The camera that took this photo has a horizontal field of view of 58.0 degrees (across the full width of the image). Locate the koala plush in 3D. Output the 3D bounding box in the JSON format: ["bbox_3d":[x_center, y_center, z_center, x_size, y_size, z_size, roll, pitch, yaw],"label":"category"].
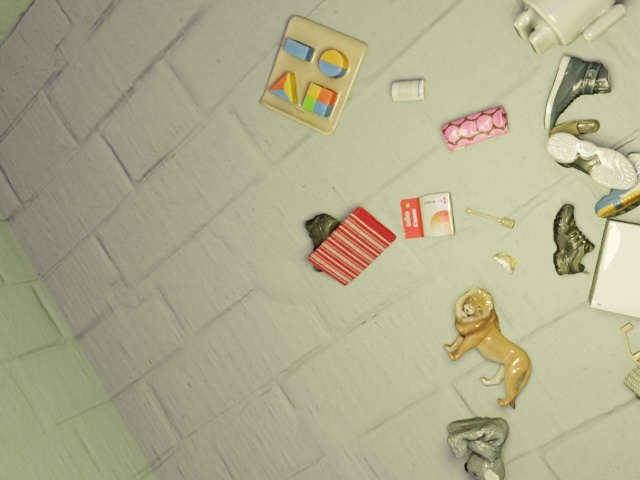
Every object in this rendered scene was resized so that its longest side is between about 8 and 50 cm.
[{"bbox_3d":[0.542,0.711,1.905,0.203,0.196,0.221,-16,85,13],"label":"koala plush"}]

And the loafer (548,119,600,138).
[{"bbox_3d":[0.778,-0.343,1.775,0.147,0.050,0.056,-13,90,23],"label":"loafer"}]

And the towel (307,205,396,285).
[{"bbox_3d":[0.112,0.024,2.048,0.198,0.031,0.275,36,112,-24],"label":"towel"}]

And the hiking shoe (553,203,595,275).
[{"bbox_3d":[0.789,-0.003,1.797,0.114,0.086,0.227,0,101,9],"label":"hiking shoe"}]

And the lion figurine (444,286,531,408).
[{"bbox_3d":[0.570,0.351,1.901,0.392,0.142,0.240,42,102,-1],"label":"lion figurine"}]

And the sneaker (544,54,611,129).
[{"bbox_3d":[0.779,-0.433,1.747,0.163,0.086,0.226,20,101,22],"label":"sneaker"}]

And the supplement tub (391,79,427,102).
[{"bbox_3d":[0.300,-0.503,1.949,0.107,0.071,0.071,3,96,22],"label":"supplement tub"}]

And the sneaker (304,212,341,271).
[{"bbox_3d":[0.000,0.000,2.121,0.130,0.087,0.228,39,131,42],"label":"sneaker"}]

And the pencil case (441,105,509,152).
[{"bbox_3d":[0.502,-0.357,1.869,0.209,0.095,0.098,-18,57,24],"label":"pencil case"}]

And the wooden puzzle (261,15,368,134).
[{"bbox_3d":[-0.037,-0.597,2.076,0.322,0.080,0.348,29,105,18],"label":"wooden puzzle"}]

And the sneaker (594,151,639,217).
[{"bbox_3d":[0.934,-0.188,1.712,0.296,0.111,0.131,-39,60,22],"label":"sneaker"}]

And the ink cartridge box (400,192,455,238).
[{"bbox_3d":[0.363,-0.083,1.978,0.179,0.045,0.146,-7,92,21],"label":"ink cartridge box"}]

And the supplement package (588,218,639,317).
[{"bbox_3d":[0.928,0.083,1.703,0.203,0.145,0.262,12,100,21],"label":"supplement package"}]

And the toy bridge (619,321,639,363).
[{"bbox_3d":[0.984,0.344,1.768,0.063,0.026,0.188,-42,79,21],"label":"toy bridge"}]

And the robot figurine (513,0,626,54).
[{"bbox_3d":[0.736,-0.714,1.676,0.353,0.199,0.300,-42,71,21],"label":"robot figurine"}]

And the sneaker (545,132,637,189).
[{"bbox_3d":[0.802,-0.238,1.720,0.268,0.153,0.101,31,106,14],"label":"sneaker"}]

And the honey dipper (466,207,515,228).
[{"bbox_3d":[0.558,-0.078,1.906,0.160,0.030,0.031,22,103,22],"label":"honey dipper"}]

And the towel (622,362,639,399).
[{"bbox_3d":[1.022,0.366,1.620,0.283,0.235,0.121,-45,83,8],"label":"towel"}]

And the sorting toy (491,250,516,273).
[{"bbox_3d":[0.599,0.070,1.875,0.083,0.075,0.045,42,109,13],"label":"sorting toy"}]
